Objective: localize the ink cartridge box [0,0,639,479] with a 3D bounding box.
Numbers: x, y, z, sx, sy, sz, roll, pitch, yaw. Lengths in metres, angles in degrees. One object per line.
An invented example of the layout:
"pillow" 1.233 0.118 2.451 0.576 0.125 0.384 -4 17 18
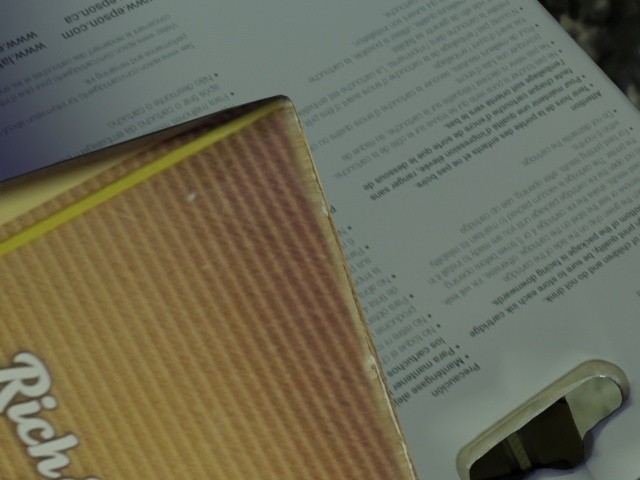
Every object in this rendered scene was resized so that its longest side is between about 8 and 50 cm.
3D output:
"ink cartridge box" 0.000 0.000 0.506 0.223 0.045 0.224 -30 70 -35

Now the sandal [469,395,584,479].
"sandal" 0.045 0.100 0.520 0.090 0.060 0.219 -8 60 -30

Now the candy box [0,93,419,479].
"candy box" -0.127 0.109 0.351 0.316 0.087 0.183 -18 87 -4
